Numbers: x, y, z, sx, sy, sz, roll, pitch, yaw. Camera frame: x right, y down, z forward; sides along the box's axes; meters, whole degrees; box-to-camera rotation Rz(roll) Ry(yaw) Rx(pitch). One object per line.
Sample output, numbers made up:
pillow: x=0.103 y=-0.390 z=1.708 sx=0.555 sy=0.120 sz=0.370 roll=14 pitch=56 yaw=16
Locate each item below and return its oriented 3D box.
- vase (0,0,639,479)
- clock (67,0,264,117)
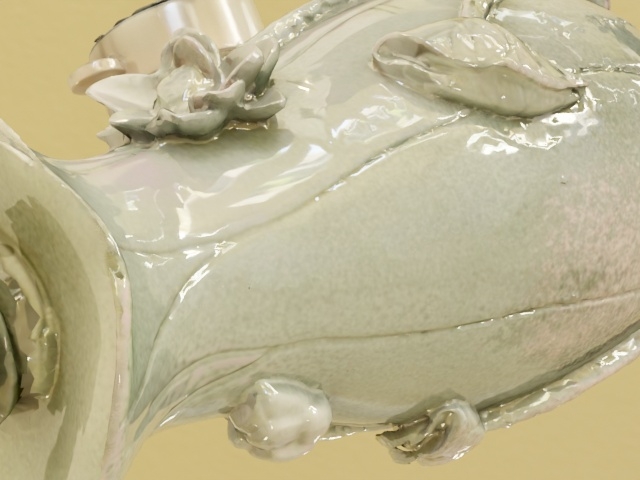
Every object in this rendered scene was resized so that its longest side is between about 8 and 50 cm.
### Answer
vase: x=0.000 y=0.000 z=0.772 sx=0.445 sy=0.250 sz=0.250 roll=-16 pitch=-46 yaw=-45
clock: x=-0.118 y=-0.158 z=1.364 sx=0.229 sy=0.063 sz=0.155 roll=-13 pitch=-15 yaw=-40
